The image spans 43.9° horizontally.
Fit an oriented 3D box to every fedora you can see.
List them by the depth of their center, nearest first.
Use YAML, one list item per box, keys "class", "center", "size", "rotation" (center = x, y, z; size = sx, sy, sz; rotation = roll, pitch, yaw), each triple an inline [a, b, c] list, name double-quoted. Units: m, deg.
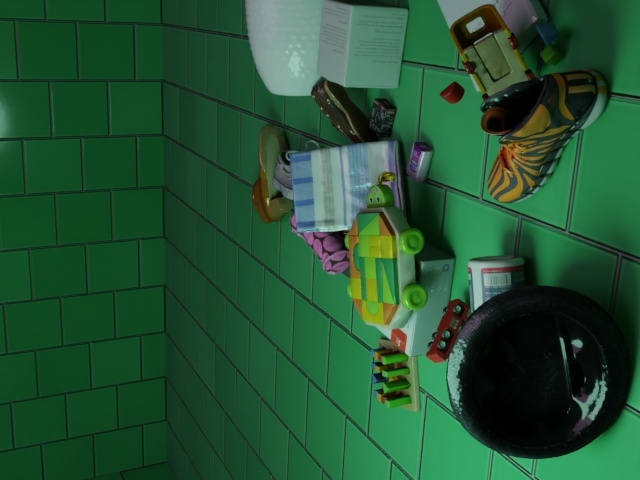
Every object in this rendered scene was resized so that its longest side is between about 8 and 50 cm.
- class: "fedora"
  center: [0.371, 0.209, 1.385]
  size: [0.152, 0.334, 0.334]
  rotation: [-70, -12, -66]

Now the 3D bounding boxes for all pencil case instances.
- class: "pencil case"
  center: [0.000, 0.000, 2.067]
  size: [0.098, 0.095, 0.209]
  rotation: [-51, 49, 17]

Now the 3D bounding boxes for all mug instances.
- class: "mug"
  center: [-0.047, -0.556, 2.049]
  size: [0.374, 0.276, 0.328]
  rotation: [-77, -13, -71]

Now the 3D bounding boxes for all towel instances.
- class: "towel"
  center: [0.064, -0.127, 1.912]
  size: [0.034, 0.285, 0.209]
  rotation: [-3, -91, -72]

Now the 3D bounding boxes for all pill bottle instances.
- class: "pill bottle"
  center: [0.342, 0.122, 1.522]
  size: [0.108, 0.108, 0.180]
  rotation: [4, 99, 64]

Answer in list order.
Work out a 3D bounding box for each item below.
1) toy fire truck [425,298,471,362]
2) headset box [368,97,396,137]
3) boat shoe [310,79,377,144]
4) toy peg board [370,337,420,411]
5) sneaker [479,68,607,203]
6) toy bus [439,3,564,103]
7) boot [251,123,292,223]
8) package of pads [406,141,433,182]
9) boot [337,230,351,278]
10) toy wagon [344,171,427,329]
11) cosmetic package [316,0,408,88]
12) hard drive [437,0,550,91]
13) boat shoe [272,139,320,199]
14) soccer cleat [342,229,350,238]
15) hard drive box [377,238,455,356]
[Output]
- class: "toy fire truck"
  center: [0.293, 0.233, 1.653]
  size: [0.192, 0.135, 0.047]
  rotation: [-62, 15, -23]
- class: "headset box"
  center: [0.150, -0.300, 1.913]
  size: [0.062, 0.032, 0.083]
  rotation: [53, 139, 46]
- class: "boat shoe"
  center: [0.058, -0.307, 1.964]
  size: [0.073, 0.073, 0.207]
  rotation: [-27, 105, 42]
- class: "toy peg board"
  center: [0.166, 0.333, 1.955]
  size: [0.160, 0.079, 0.161]
  rotation: [1, 95, 64]
- class: "sneaker"
  center: [0.337, -0.181, 1.387]
  size: [0.125, 0.180, 0.321]
  rotation: [68, 149, 31]
- class: "toy bus"
  center: [0.310, -0.324, 1.417]
  size: [0.202, 0.191, 0.104]
  rotation: [112, 152, -46]
- class: "boot"
  center: [-0.174, -0.203, 2.515]
  size: [0.211, 0.104, 0.295]
  rotation: [-13, 87, 64]
- class: "package of pads"
  center: [0.223, -0.176, 1.789]
  size: [0.050, 0.032, 0.083]
  rotation: [49, 137, 46]
- class: "boot"
  center: [0.065, 0.017, 2.105]
  size: [0.208, 0.076, 0.190]
  rotation: [-157, 54, -67]
- class: "toy wagon"
  center: [0.133, 0.020, 1.770]
  size: [0.267, 0.068, 0.344]
  rotation: [1, 95, 64]
- class: "cosmetic package"
  center: [0.095, -0.462, 1.857]
  size: [0.151, 0.151, 0.184]
  rotation: [41, 131, 55]
- class: "hard drive"
  center: [0.312, -0.481, 1.536]
  size: [0.210, 0.040, 0.319]
  rotation: [-53, 49, 55]
- class: "boat shoe"
  center: [-0.043, -0.204, 2.239]
  size: [0.367, 0.135, 0.156]
  rotation: [-140, 52, -68]
- class: "soccer cleat"
  center: [0.087, -0.036, 2.060]
  size: [0.029, 0.083, 0.035]
  rotation: [45, 176, -20]
- class: "hard drive box"
  center: [0.209, 0.120, 1.813]
  size: [0.181, 0.089, 0.232]
  rotation: [-143, 52, -57]
